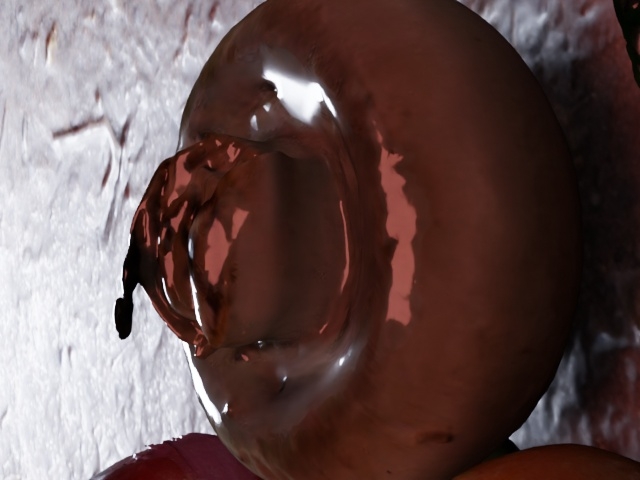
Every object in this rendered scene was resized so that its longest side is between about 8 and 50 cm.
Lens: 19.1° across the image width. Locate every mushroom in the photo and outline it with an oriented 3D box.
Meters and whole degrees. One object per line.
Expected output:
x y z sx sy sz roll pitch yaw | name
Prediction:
0.000 0.000 1.277 0.362 0.294 0.362 0 90 59 | mushroom

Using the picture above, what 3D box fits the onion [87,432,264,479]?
-0.107 0.286 1.498 0.276 0.276 0.276 7 98 57 | onion

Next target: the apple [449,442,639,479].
0.143 0.247 1.137 0.253 0.253 0.254 7 98 57 | apple

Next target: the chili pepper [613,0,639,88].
0.193 -0.149 1.181 0.182 0.050 0.073 63 141 44 | chili pepper

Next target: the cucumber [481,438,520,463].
0.080 0.246 1.380 0.244 0.063 0.115 124 166 -46 | cucumber
